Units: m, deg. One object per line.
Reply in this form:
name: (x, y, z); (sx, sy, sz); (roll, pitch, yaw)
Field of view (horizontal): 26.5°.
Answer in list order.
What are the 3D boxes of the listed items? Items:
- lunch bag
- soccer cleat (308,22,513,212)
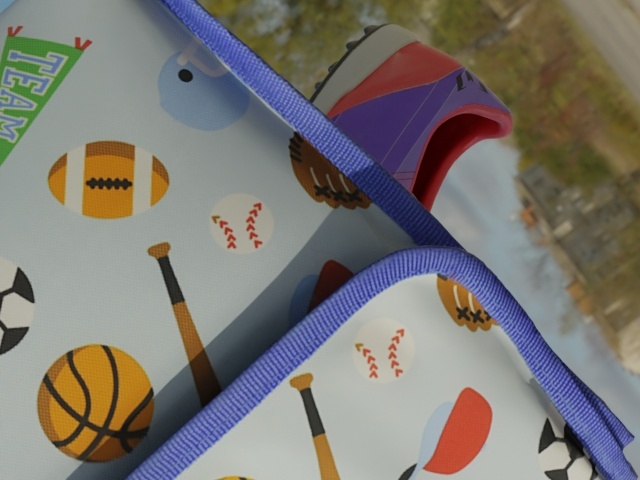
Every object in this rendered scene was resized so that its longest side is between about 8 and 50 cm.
lunch bag: (-0.081, 0.089, 0.683); (0.385, 0.328, 0.239); (46, 172, 9)
soccer cleat: (0.000, 0.000, 0.902); (0.116, 0.318, 0.108); (32, 166, 21)
